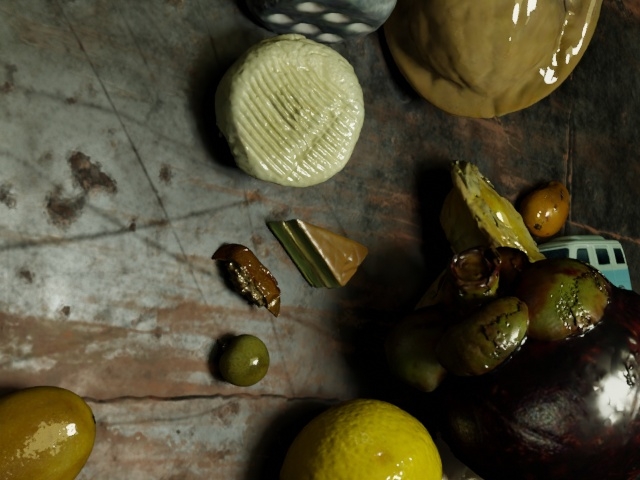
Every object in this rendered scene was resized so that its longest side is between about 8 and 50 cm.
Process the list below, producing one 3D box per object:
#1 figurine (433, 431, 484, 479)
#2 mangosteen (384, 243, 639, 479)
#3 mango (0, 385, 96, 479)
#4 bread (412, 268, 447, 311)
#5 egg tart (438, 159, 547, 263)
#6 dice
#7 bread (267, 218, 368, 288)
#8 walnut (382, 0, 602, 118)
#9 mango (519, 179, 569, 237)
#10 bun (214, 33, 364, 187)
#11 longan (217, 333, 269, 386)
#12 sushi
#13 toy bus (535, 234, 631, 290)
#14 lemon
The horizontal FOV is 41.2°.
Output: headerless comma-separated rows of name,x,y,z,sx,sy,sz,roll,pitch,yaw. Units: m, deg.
figurine,0.193,0.440,1.412,0.276,0.133,0.200,-55,134,-26
mangosteen,0.319,0.209,1.285,0.421,0.381,0.381,23,70,-24
mango,-0.351,0.249,0.934,0.227,0.099,0.136,-33,113,-32
bread,0.214,0.137,1.489,0.116,0.077,0.200,52,54,-23
egg tart,0.298,-0.014,1.510,0.288,0.118,0.288,47,22,-26
dice,0.001,-0.405,1.260,0.182,0.181,0.183,11,77,-42
bread,-0.003,-0.004,1.299,0.139,0.074,0.084,54,54,-24
walnut,0.284,-0.420,1.440,0.384,0.384,0.383,4,83,-43
mango,0.471,-0.064,1.746,0.159,0.084,0.105,-33,114,-40
bun,-0.050,-0.187,1.227,0.220,0.134,0.220,-2,96,-17
longan,-0.112,0.165,1.193,0.083,0.075,0.075,31,57,9
sushi,-0.098,0.057,1.216,0.120,0.052,0.055,53,55,-26
toy bus,0.526,0.072,1.755,0.271,0.133,0.164,-1,82,-46
lemon,0.061,0.344,1.227,0.228,0.228,0.253,52,52,-27
